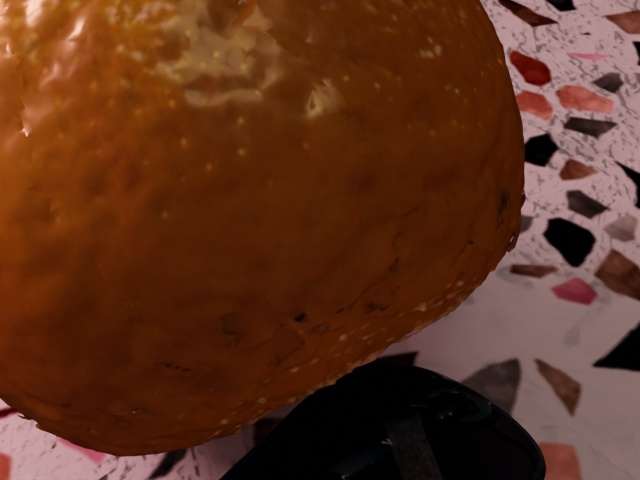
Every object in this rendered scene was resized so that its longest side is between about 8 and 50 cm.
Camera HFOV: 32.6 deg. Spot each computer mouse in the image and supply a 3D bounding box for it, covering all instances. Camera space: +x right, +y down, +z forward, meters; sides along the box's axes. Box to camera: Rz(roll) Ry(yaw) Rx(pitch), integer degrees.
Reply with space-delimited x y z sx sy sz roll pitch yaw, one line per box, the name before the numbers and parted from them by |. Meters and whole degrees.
computer mouse | 0.021 0.142 0.585 0.137 0.096 0.233 34 52 26

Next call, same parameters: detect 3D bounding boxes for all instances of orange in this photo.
orange | -0.065 -0.052 0.593 0.341 0.340 0.293 -26 86 -29
